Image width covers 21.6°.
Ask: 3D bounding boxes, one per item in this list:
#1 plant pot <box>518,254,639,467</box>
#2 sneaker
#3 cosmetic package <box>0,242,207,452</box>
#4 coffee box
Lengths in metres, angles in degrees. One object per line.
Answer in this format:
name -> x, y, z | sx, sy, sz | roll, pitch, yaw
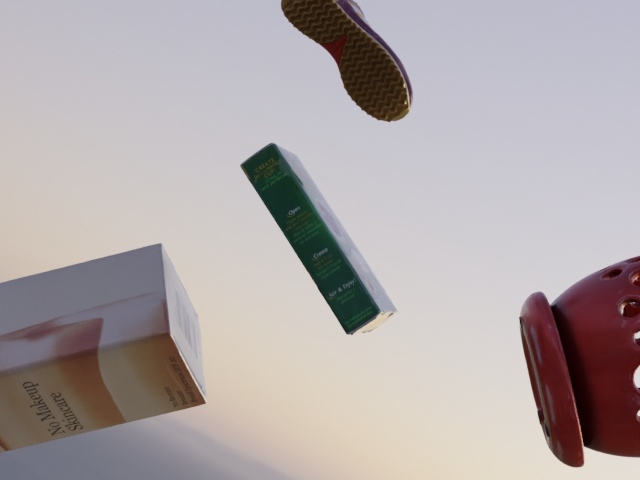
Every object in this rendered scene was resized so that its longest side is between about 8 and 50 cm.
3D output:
plant pot -> 0.283, 0.114, 1.569 | 0.174, 0.191, 0.191 | -12, -12, 4
sneaker -> 0.038, -0.210, 1.781 | 0.185, 0.069, 0.084 | 51, 24, -6
cosmetic package -> -0.287, 0.125, 1.825 | 0.296, 0.129, 0.153 | -14, -38, 7
coffee box -> 0.000, 0.000, 1.533 | 0.184, 0.040, 0.113 | 57, 8, 7
